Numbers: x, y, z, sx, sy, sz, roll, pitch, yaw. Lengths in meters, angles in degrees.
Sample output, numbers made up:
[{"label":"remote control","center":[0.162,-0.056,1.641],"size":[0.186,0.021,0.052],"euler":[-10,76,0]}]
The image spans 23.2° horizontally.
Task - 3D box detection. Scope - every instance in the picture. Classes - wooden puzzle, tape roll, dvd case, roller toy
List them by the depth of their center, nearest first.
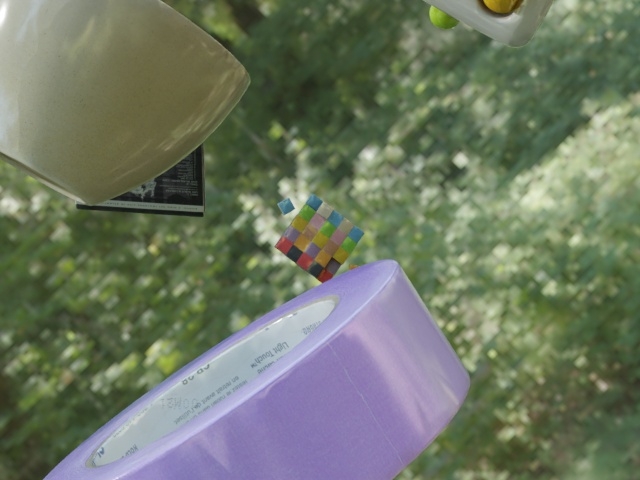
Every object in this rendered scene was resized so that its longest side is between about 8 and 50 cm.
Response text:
[{"label":"tape roll","center":[-0.045,0.122,0.975],"size":[0.274,0.090,0.275],"euler":[-32,5,3]},{"label":"wooden puzzle","center":[0.000,0.000,1.148],"size":[0.049,0.083,0.006],"euler":[-55,11,-9]},{"label":"roller toy","center":[0.189,-0.289,1.484],"size":[0.191,0.146,0.209],"euler":[-60,-4,-7]},{"label":"dvd case","center":[-0.223,-0.111,1.889],"size":[0.221,0.164,0.018],"euler":[93,180,-49]}]

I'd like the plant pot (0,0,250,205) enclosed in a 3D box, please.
[{"label":"plant pot","center":[-0.240,-0.148,1.552],"size":[0.191,0.284,0.284],"euler":[-60,-5,-7]}]
